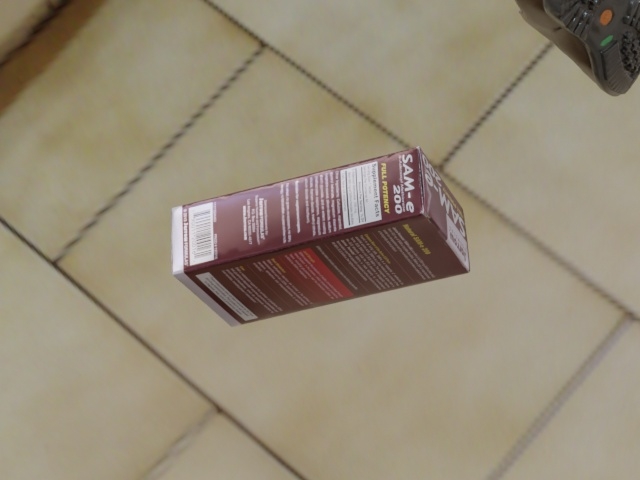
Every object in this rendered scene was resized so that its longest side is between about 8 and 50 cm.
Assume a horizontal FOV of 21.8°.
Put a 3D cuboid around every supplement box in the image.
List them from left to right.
[{"bbox_3d":[0.000,0.000,1.492,0.239,0.130,0.073,-13,61,18],"label":"supplement box"}]

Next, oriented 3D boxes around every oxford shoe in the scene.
[{"bbox_3d":[0.233,-0.203,1.495,0.096,0.227,0.083,30,85,35],"label":"oxford shoe"}]
